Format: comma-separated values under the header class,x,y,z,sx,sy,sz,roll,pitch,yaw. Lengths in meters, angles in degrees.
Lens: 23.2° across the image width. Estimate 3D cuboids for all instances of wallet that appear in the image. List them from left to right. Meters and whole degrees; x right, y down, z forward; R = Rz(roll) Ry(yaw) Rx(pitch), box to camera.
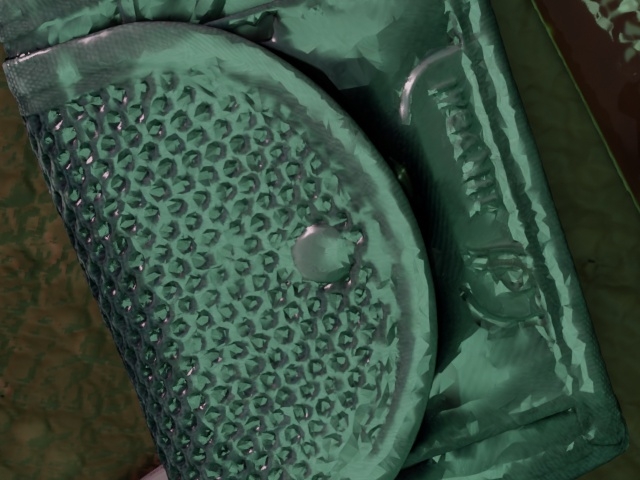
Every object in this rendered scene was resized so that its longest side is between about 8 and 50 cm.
class,x,y,z,sx,sy,sz,roll,pitch,yaw
wallet,0.000,0.000,0.780,0.237,0.075,0.342,-20,102,2

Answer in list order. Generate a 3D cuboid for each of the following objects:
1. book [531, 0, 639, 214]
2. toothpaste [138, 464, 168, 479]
class,x,y,z,sx,sy,sz,roll,pitch,yaw
book,0.300,-0.154,0.777,0.374,0.028,0.262,-27,113,10
toothpaste,-0.093,0.170,0.901,0.234,0.057,0.089,-39,108,23
